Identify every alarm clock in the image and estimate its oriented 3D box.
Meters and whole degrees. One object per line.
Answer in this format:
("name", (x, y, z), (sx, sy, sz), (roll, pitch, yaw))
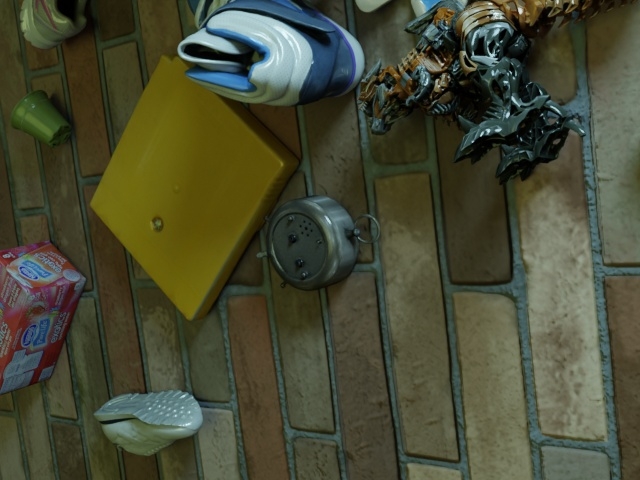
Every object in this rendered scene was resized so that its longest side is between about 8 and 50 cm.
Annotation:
("alarm clock", (0.000, 0.000, 1.205), (0.192, 0.064, 0.129), (-15, 90, 34))

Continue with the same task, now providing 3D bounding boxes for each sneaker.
("sneaker", (-0.117, -0.279, 1.123), (0.323, 0.236, 0.130), (38, 119, 24))
("sneaker", (-0.275, 0.311, 1.465), (0.235, 0.090, 0.094), (-6, 108, 41))
("sneaker", (-0.424, -0.439, 1.413), (0.111, 0.103, 0.252), (4, 108, 32))

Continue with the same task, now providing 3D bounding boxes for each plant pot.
("plant pot", (-0.473, -0.202, 1.510), (0.079, 0.083, 0.083), (38, 120, 9))

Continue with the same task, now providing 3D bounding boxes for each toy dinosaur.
("toy dinosaur", (0.186, -0.194, 0.980), (0.322, 0.164, 0.218), (-37, 61, 48))

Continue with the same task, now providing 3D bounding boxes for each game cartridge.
("game cartridge", (-0.204, -0.085, 1.349), (0.285, 0.053, 0.323), (46, 120, 21))

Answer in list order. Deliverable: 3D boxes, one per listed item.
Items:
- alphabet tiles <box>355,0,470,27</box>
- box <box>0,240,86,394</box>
("alphabet tiles", (0.131, -0.408, 1.049), (0.278, 0.021, 0.284), (-25, 84, 35))
("box", (-0.541, 0.141, 1.589), (0.123, 0.128, 0.256), (40, 121, 23))
